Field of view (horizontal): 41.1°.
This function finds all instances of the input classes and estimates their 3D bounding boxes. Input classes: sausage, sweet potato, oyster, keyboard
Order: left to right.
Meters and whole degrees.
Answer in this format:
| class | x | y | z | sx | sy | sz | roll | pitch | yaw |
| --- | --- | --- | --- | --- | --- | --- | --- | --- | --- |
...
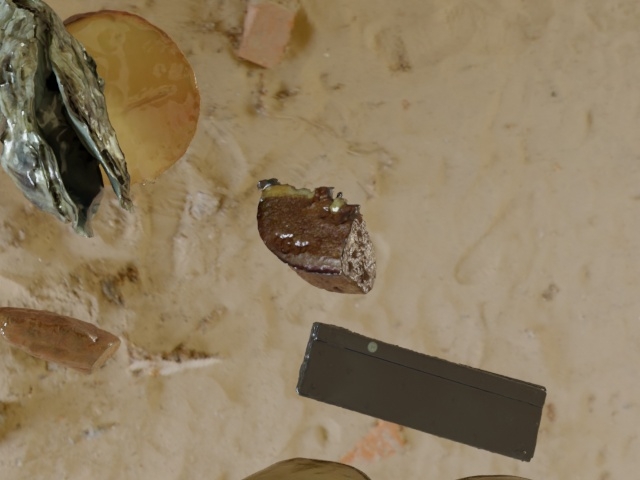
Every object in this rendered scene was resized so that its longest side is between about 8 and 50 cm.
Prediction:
| class | x | y | z | sx | sy | sz | roll | pitch | yaw |
| --- | --- | --- | --- | --- | --- | --- | --- | --- | --- |
| oyster | -0.308 | -0.155 | 0.958 | 0.158 | 0.351 | 0.162 | -25 | 158 | -31 |
| sweet potato | -0.485 | 0.175 | 1.544 | 0.252 | 0.097 | 0.097 | 23 | 93 | -26 |
| sausage | -0.287 | -0.198 | 1.207 | 0.233 | 0.287 | 0.233 | -2 | 98 | -11 |
| keyboard | 0.093 | 0.138 | 0.779 | 0.231 | 0.023 | 0.072 | 17 | 77 | -8 |

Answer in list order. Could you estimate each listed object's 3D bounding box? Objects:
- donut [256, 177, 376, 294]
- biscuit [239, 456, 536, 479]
| class | x | y | z | sx | sy | sz | roll | pitch | yaw |
| --- | --- | --- | --- | --- | --- | --- | --- | --- | --- |
| donut | -0.010 | 0.002 | 1.202 | 0.126 | 0.187 | 0.144 | 52 | 51 | -45 |
| biscuit | -0.024 | 0.182 | 0.436 | 0.291 | 0.237 | 0.062 | -15 | 95 | -49 |
